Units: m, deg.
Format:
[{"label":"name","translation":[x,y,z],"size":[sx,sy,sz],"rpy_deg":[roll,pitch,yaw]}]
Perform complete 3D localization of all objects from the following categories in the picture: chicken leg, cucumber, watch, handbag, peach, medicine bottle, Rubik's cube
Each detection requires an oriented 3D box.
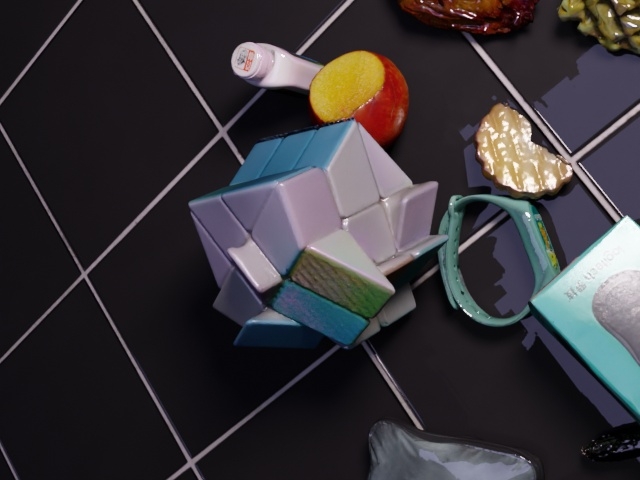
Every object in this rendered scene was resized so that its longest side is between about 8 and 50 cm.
[{"label":"chicken leg","translation":[0.190,-0.463,1.390],"size":[0.407,0.096,0.158],"rpy_deg":[37,104,26]},{"label":"cucumber","translation":[0.499,0.315,1.262],"size":[0.181,0.053,0.053],"rpy_deg":[-22,81,29]},{"label":"watch","translation":[0.294,0.025,1.362],"size":[0.195,0.068,0.237],"rpy_deg":[-22,85,30]},{"label":"handbag","translation":[0.218,0.429,1.412],"size":[0.332,0.075,0.192],"rpy_deg":[8,98,25]},{"label":"peach","translation":[0.063,-0.239,1.409],"size":[0.190,0.192,0.190],"rpy_deg":[1,92,17]},{"label":"medicine bottle","translation":[-0.075,-0.309,1.466],"size":[0.115,0.219,0.078],"rpy_deg":[21,101,28]},{"label":"Rubik's cube","translation":[0.000,0.000,1.342],"size":[0.387,0.358,0.368],"rpy_deg":[-4,109,52]}]

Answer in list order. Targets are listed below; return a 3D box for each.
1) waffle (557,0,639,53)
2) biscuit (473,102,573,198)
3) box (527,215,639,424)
[{"label":"waffle","translation":[0.475,-0.381,1.199],"size":[0.204,0.054,0.223],"rpy_deg":[21,132,10]},{"label":"biscuit","translation":[0.320,-0.137,1.338],"size":[0.118,0.061,0.183],"rpy_deg":[-36,72,-1]},{"label":"box","translation":[0.489,0.142,1.195],"size":[0.205,0.118,0.311],"rpy_deg":[-43,71,5]}]
